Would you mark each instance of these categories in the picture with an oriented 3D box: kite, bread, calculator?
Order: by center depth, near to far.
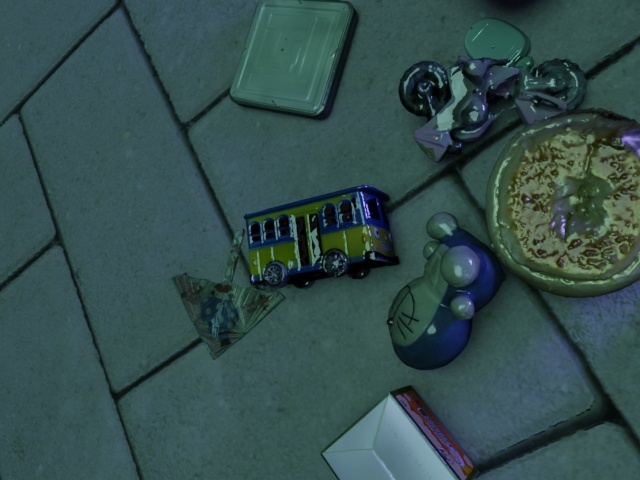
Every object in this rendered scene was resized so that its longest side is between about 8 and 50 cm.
[{"bbox_3d":[0.421,-0.058,0.883,0.306,0.159,0.305,-5,81,30],"label":"bread"},{"bbox_3d":[0.345,-0.372,1.045,0.095,0.021,0.153,-48,62,13],"label":"calculator"},{"bbox_3d":[-0.228,0.123,1.267,0.336,0.011,0.314,8,86,27],"label":"kite"}]

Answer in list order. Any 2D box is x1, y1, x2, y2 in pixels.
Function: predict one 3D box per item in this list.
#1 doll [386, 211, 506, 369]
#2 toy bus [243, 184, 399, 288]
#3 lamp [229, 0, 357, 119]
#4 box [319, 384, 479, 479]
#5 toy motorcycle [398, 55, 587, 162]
[{"bbox_3d":[0.207,0.104,0.956,0.258,0.154,0.228,-56,19,21],"label":"doll"},{"bbox_3d":[0.000,0.000,1.099,0.288,0.138,0.175,-12,78,25],"label":"toy bus"},{"bbox_3d":[-0.068,-0.425,1.247,0.269,0.047,0.266,16,88,28],"label":"lamp"},{"bbox_3d":[0.143,0.393,0.962,0.177,0.148,0.195,-45,65,11],"label":"box"},{"bbox_3d":[0.305,-0.234,0.989,0.327,0.143,0.187,3,92,12],"label":"toy motorcycle"}]
